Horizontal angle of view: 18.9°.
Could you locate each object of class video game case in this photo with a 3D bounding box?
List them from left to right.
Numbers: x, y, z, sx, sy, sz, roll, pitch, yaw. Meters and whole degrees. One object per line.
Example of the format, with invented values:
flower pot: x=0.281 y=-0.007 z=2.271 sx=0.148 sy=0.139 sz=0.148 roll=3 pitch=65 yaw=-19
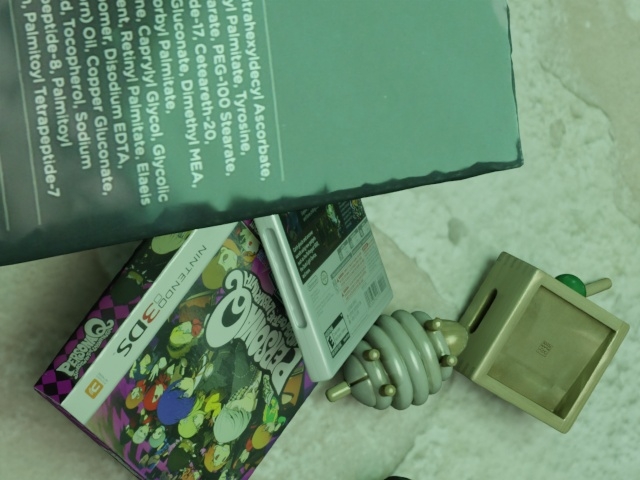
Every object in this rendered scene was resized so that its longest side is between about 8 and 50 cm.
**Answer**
video game case: x=-0.091 y=0.091 z=1.499 sx=0.210 sy=0.042 sz=0.232 roll=-53 pitch=139 yaw=-13
video game case: x=0.000 y=0.000 z=1.537 sx=0.190 sy=0.022 sz=0.173 roll=-46 pitch=120 yaw=-65

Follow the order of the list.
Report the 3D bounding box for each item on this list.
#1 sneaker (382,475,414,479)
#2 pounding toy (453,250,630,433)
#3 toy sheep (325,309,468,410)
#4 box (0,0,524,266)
sneaker: x=0.092 y=0.353 z=1.611 sx=0.178 sy=0.124 sz=0.295 roll=15 pitch=94 yaw=-22
pounding toy: x=0.195 y=0.076 z=1.677 sx=0.130 sy=0.100 sz=0.141 roll=31 pitch=90 yaw=-24
toy sheep: x=0.064 y=0.101 z=1.606 sx=0.132 sy=0.091 sz=0.091 roll=-20 pitch=102 yaw=-14
box: x=-0.202 y=-0.158 z=1.238 sx=0.472 sy=0.480 sz=0.297 roll=-13 pitch=100 yaw=-25
